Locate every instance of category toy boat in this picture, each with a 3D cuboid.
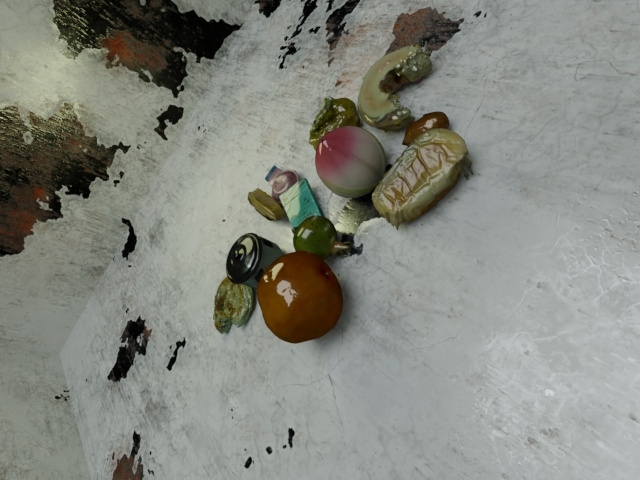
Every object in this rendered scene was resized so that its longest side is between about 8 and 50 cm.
[{"bbox_3d":[-0.273,-0.168,2.067,0.089,0.116,0.310,-27,42,-26],"label":"toy boat"}]

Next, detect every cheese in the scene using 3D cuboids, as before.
[{"bbox_3d":[-0.198,-0.290,2.080,0.189,0.074,0.286,-54,46,8],"label":"cheese"}]

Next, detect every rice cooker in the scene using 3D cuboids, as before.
[{"bbox_3d":[-0.307,0.098,1.888,0.241,0.227,0.280,-52,46,11],"label":"rice cooker"}]

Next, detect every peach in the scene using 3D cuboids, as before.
[{"bbox_3d":[-0.068,0.210,1.558,0.301,0.342,0.343,-42,48,16],"label":"peach"}]

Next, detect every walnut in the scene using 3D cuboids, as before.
[{"bbox_3d":[0.402,-0.423,1.593,0.207,0.115,0.116,-30,53,37],"label":"walnut"}]

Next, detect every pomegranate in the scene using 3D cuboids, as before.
[{"bbox_3d":[0.003,-0.008,1.693,0.245,0.198,0.199,-2,69,33],"label":"pomegranate"}]

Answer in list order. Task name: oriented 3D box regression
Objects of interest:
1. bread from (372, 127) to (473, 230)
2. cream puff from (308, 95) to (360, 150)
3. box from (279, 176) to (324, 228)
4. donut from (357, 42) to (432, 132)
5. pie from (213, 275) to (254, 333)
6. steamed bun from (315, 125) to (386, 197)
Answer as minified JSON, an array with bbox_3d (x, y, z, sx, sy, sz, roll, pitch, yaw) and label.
[{"bbox_3d":[0.359,-0.233,1.503,0.388,0.183,0.236,-39,69,15],"label":"bread"},{"bbox_3d":[0.047,-0.544,1.906,0.281,0.185,0.282,-16,63,32],"label":"cream puff"},{"bbox_3d":[-0.089,-0.155,1.910,0.162,0.041,0.229,-34,65,24],"label":"box"},{"bbox_3d":[0.302,-0.627,1.739,0.307,0.150,0.372,9,77,44],"label":"donut"},{"bbox_3d":[-0.431,0.302,2.020,0.302,0.066,0.303,-19,60,36],"label":"pie"},{"bbox_3d":[0.102,-0.335,1.687,0.309,0.309,0.310,-19,59,35],"label":"steamed bun"}]
